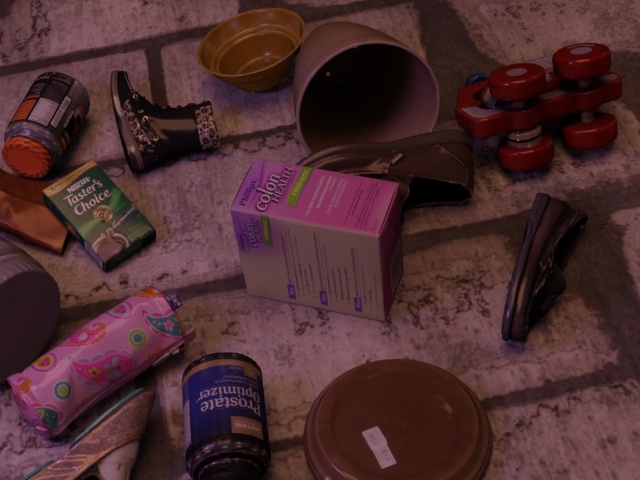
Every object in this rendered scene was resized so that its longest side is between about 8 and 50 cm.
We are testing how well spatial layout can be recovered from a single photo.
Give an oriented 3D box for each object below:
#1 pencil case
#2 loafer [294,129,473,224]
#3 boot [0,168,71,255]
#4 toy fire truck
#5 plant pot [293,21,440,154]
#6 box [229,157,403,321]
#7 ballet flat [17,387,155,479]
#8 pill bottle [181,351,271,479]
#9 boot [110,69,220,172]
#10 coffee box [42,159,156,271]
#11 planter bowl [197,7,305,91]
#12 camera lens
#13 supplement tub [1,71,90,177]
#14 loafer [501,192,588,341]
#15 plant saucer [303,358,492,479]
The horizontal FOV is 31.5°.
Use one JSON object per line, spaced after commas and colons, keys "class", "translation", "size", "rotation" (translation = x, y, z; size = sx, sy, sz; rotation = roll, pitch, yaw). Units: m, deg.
{"class": "pencil case", "translation": [-0.336, 0.185, 1.747], "size": [0.284, 0.124, 0.124], "rotation": [-34, 54, -23]}
{"class": "loafer", "translation": [0.100, -0.092, 1.929], "size": [0.366, 0.134, 0.130], "rotation": [-15, 60, -7]}
{"class": "boot", "translation": [-0.579, -0.018, 1.999], "size": [0.280, 0.096, 0.264], "rotation": [18, 51, 6]}
{"class": "toy fire truck", "translation": [0.382, -0.261, 2.052], "size": [0.302, 0.169, 0.254], "rotation": [-18, 25, -10]}
{"class": "plant pot", "translation": [0.054, -0.289, 2.062], "size": [0.256, 0.256, 0.274], "rotation": [-14, 32, -6]}
{"class": "box", "translation": [0.000, 0.000, 1.807], "size": [0.243, 0.213, 0.117], "rotation": [10, 51, 15]}
{"class": "ballet flat", "translation": [-0.344, 0.344, 1.636], "size": [0.316, 0.107, 0.106], "rotation": [-37, 75, -18]}
{"class": "pill bottle", "translation": [-0.135, 0.281, 1.637], "size": [0.123, 0.123, 0.219], "rotation": [-9, 48, -1]}
{"class": "boot", "translation": [-0.296, -0.239, 2.138], "size": [0.179, 0.085, 0.236], "rotation": [-14, 55, -8]}
{"class": "coffee box", "translation": [-0.385, -0.044, 1.971], "size": [0.113, 0.040, 0.184], "rotation": [-35, 71, -23]}
{"class": "planter bowl", "translation": [-0.123, -0.352, 2.202], "size": [0.217, 0.090, 0.217], "rotation": [-10, 43, 10]}
{"class": "camera lens", "translation": [-0.579, 0.079, 1.798], "size": [0.274, 0.219, 0.219], "rotation": [26, 56, 25]}
{"class": "supplement tub", "translation": [-0.514, -0.214, 2.116], "size": [0.117, 0.117, 0.190], "rotation": [8, 51, 13]}
{"class": "loafer", "translation": [0.360, 0.041, 1.808], "size": [0.095, 0.109, 0.302], "rotation": [13, 49, 12]}
{"class": "plant saucer", "translation": [0.112, 0.277, 1.658], "size": [0.278, 0.041, 0.278], "rotation": [-2, 46, 2]}
